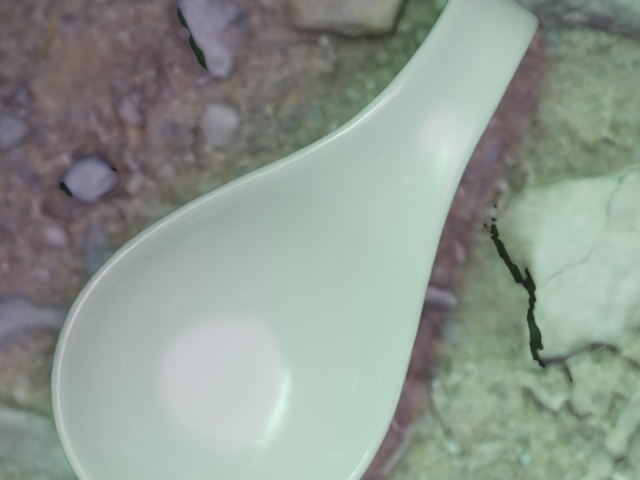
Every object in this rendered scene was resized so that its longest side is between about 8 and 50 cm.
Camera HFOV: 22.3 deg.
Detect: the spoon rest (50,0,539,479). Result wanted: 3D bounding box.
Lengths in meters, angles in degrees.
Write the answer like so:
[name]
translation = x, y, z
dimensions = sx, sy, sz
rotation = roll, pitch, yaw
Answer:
[spoon rest]
translation = 0.000, 0.000, 0.661
dimensions = 0.137, 0.084, 0.276
rotation = 35, 82, -10
